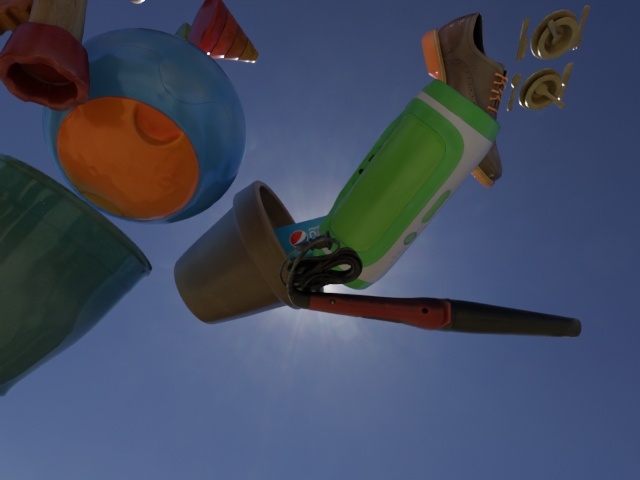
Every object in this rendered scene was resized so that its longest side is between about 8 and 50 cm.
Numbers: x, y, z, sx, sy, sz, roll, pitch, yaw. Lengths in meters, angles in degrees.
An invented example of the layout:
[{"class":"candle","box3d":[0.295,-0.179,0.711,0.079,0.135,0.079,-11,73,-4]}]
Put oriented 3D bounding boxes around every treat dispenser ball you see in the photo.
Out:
[{"class":"treat dispenser ball","box3d":[-0.259,-0.168,0.688,0.288,0.288,0.288,9,-57,14]}]

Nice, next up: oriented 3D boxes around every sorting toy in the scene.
[{"class":"sorting toy","box3d":[-0.248,-0.379,0.948,0.126,0.127,0.365,20,-12,-36]}]

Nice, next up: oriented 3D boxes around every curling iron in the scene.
[{"class":"curling iron","box3d":[0.098,0.052,0.389,0.274,0.035,0.068,14,-76,-3]}]

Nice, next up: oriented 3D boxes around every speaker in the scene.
[{"class":"speaker","box3d":[0.111,-0.071,0.640,0.131,0.131,0.296,35,-69,-4]}]

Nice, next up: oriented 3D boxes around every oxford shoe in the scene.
[{"class":"oxford shoe","box3d":[0.316,-0.289,0.907,0.132,0.130,0.364,-21,-100,35]}]

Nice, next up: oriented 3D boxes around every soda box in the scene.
[{"class":"soda box","box3d":[0.000,0.000,0.876,0.210,0.071,0.067,-14,-25,1]}]

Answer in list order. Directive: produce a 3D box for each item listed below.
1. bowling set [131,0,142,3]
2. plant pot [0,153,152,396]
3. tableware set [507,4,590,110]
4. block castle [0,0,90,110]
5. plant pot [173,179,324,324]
[{"class":"bowling set","box3d":[-0.317,-0.631,0.896,0.154,0.287,0.200,-10,-53,43]},{"class":"plant pot","box3d":[-0.433,0.065,0.635,0.271,0.255,0.272,25,-27,13]},{"class":"tableware set","box3d":[0.440,-0.333,0.856,0.128,0.039,0.194,-13,-44,-3]},{"class":"block castle","box3d":[-0.491,-0.225,0.412,0.453,0.213,0.303,-5,-21,9]},{"class":"plant pot","box3d":[-0.151,0.047,0.882,0.229,0.263,0.263,-28,-70,8]}]
